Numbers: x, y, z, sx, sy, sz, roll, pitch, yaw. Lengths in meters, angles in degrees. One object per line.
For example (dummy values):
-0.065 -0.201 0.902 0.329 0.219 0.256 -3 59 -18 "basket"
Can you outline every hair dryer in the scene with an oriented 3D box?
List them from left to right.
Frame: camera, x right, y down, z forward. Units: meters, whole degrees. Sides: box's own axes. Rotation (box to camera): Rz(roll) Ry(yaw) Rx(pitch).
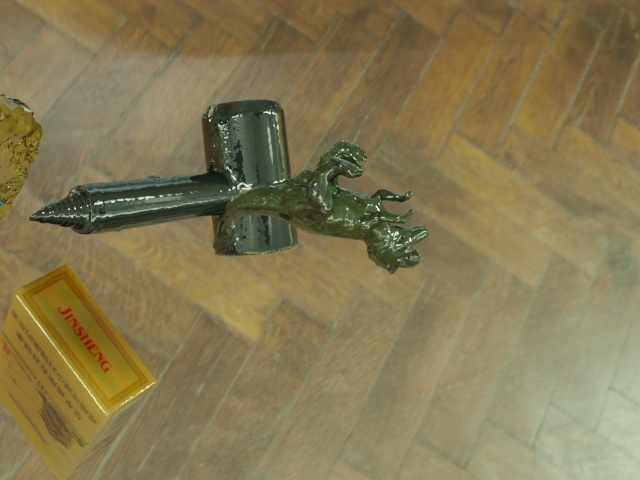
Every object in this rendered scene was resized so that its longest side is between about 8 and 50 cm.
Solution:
-0.171 -0.065 1.142 0.352 0.107 0.189 -9 95 -46 "hair dryer"

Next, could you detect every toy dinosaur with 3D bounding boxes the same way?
0.000 0.000 0.964 0.187 0.179 0.087 36 21 -4 "toy dinosaur"

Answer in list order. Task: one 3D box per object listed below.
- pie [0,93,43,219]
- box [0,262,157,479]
-0.309 -0.020 0.662 0.273 0.273 0.069 -15 76 -29 "pie"
-0.307 0.166 1.203 0.076 0.274 0.174 -32 79 -35 "box"
